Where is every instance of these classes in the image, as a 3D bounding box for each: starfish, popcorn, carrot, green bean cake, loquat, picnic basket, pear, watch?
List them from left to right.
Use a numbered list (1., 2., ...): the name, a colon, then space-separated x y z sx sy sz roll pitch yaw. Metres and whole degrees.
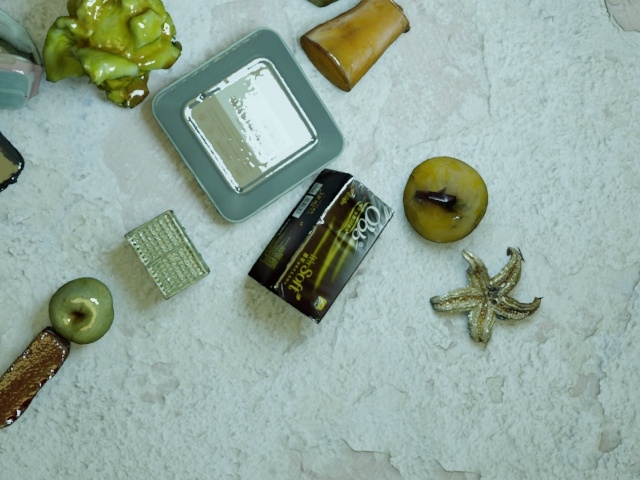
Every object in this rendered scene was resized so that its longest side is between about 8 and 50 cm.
1. watch: -0.805 -0.455 1.672 0.253 0.162 0.241 2 59 -31
2. green bean cake: -0.719 0.331 1.726 0.097 0.198 0.233 41 83 -12
3. pear: -0.601 0.178 1.772 0.167 0.136 0.167 -1 96 -8
4. popcorn: -0.512 -0.480 1.671 0.325 0.321 0.290 -14 90 8
5. picnic basket: -0.387 0.033 1.796 0.134 0.154 0.196 -32 94 -2
6. carrot: 0.098 -0.538 1.842 0.254 0.196 0.196 -43 100 -8
7. loquat: 0.337 -0.110 1.892 0.234 0.235 0.235 -1 93 -11
8. starfish: 0.476 0.138 1.996 0.303 0.113 0.312 -45 109 -3

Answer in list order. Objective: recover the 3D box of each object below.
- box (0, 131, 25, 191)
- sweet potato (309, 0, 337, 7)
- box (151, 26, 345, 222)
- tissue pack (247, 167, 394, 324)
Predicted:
1. box: -0.954 -0.206 1.705 0.359 0.091 0.350 -40 98 -6
2. sweet potato: 0.072 -0.717 1.850 0.369 0.158 0.158 -23 97 -13
3. box: -0.186 -0.298 1.838 0.396 0.111 0.396 -35 99 -6
4. tissue pack: 0.000 0.000 1.831 0.198 0.210 0.370 36 87 -20
